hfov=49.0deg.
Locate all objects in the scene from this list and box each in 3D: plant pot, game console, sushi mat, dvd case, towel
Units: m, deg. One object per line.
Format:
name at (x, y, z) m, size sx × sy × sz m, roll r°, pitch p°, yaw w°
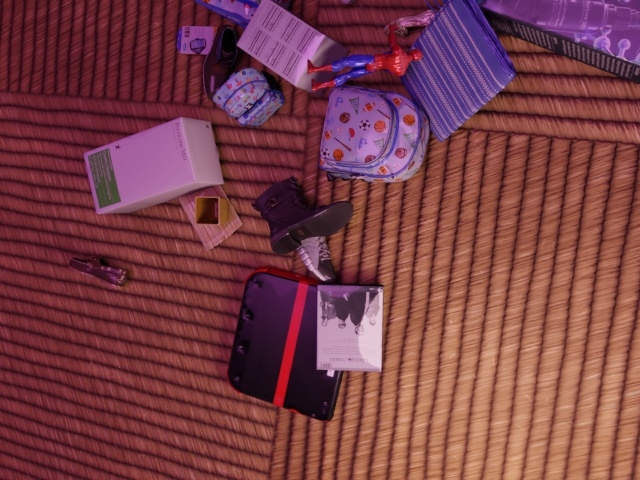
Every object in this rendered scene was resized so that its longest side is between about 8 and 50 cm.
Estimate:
plant pot at (-0.303, -0.086, 2.013) m, size 0.081 × 0.083 × 0.081 m, roll 2°, pitch 94°, yaw 23°
game console at (-0.085, 0.289, 1.995) m, size 0.342 × 0.060 × 0.386 m, roll 14°, pitch 99°, yaw 15°
sushi mat at (-0.357, -0.136, 2.089) m, size 0.151 × 0.019 × 0.316 m, roll -34°, pitch 81°, yaw 21°
dvd case at (0.078, 0.235, 1.896) m, size 0.179 × 0.029 × 0.238 m, roll 1°, pitch 100°, yaw 5°
towel at (0.316, -0.411, 1.688) m, size 0.243 × 0.040 × 0.336 m, roll 61°, pitch 153°, yaw 7°

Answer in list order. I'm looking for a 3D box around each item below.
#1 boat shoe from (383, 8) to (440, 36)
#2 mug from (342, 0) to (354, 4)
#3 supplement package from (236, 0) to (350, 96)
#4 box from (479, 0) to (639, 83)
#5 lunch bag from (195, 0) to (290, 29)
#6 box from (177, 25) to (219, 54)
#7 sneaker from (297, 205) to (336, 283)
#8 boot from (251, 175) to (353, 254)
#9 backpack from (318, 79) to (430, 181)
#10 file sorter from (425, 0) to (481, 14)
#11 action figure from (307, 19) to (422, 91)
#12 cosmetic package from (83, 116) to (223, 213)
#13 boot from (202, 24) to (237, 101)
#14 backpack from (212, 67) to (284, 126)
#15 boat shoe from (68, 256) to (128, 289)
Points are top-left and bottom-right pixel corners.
boat shoe at (0.238, -0.549, 1.806) m, size 0.153 × 0.056 × 0.048 m, roll -12°, pitch 84°, yaw 15°
mug at (0.076, -0.667, 1.862) m, size 0.078 × 0.062 × 0.064 m, roll -28°, pitch 91°, yaw 28°
supplement package at (-0.068, -0.507, 1.855) m, size 0.203 × 0.194 × 0.149 m, roll 37°, pitch 105°, yaw 15°
box at (0.608, -0.568, 1.571) m, size 0.396 × 0.212 × 0.293 m, roll 27°, pitch 102°, yaw 18°
lunch bag at (-0.208, -0.714, 1.939) m, size 0.303 × 0.115 × 0.243 m, roll 29°, pitch 102°, yaw 22°
box at (-0.357, -0.584, 2.058) m, size 0.136 × 0.028 × 0.081 m, roll 9°, pitch 97°, yaw 24°
sneaker at (0.000, 0.000, 1.921) m, size 0.132 × 0.086 × 0.228 m, roll -41°, pitch 78°, yaw 17°
boot at (-0.057, -0.097, 1.890) m, size 0.263 × 0.091 × 0.229 m, roll -25°, pitch 45°, yaw 6°
backpack at (0.136, -0.270, 1.784) m, size 0.263 × 0.213 × 0.276 m, roll 11°, pitch 96°, yaw 17°
file sorter at (0.320, -0.626, 1.692) m, size 0.118 × 0.170 × 0.104 m, roll -35°, pitch 74°, yaw -3°
action figure at (0.110, -0.459, 1.751) m, size 0.280 × 0.091 × 0.139 m, roll -7°, pitch 48°, yaw 7°
cosmetic package at (-0.485, -0.212, 2.046) m, size 0.366 × 0.155 × 0.196 m, roll -16°, pitch 86°, yaw 25°
boot at (-0.284, -0.502, 1.979) m, size 0.082 × 0.106 × 0.219 m, roll 8°, pitch 97°, yaw -16°
backpack at (-0.202, -0.394, 1.928) m, size 0.158 × 0.173 × 0.117 m, roll -37°, pitch 80°, yaw 19°
boat shoe at (-0.696, 0.087, 2.215) m, size 0.207 × 0.073 × 0.073 m, roll 19°, pitch 99°, yaw 13°
